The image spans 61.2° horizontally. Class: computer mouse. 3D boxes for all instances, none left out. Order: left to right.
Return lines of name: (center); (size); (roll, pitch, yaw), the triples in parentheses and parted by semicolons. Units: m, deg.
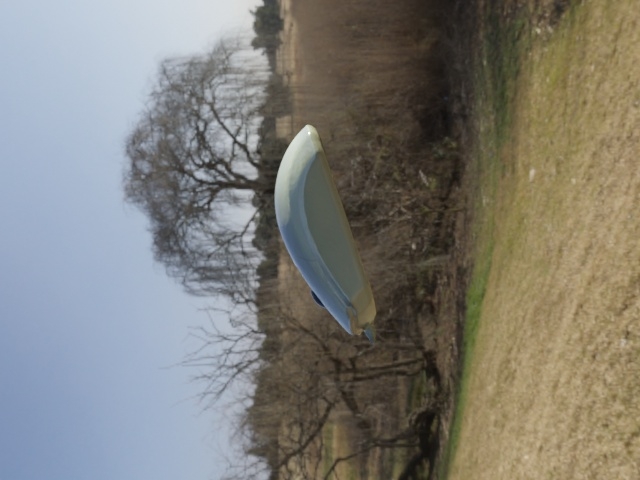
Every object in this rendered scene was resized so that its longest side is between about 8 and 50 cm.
computer mouse: (0.000, 0.000, 0.433); (0.089, 0.056, 0.182); (41, -150, -77)
